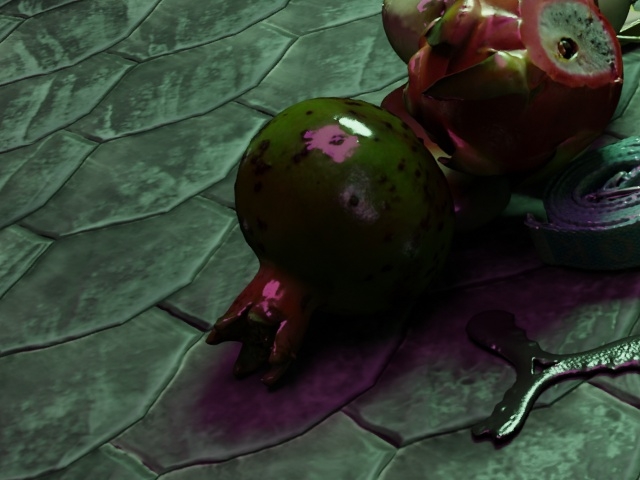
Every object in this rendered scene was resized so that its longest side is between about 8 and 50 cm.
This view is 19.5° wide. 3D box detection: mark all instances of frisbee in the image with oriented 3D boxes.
[{"bbox_3d":[0.201,0.126,1.713,0.211,0.012,0.187,6,37,32],"label":"frisbee"}]

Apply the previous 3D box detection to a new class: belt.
[{"bbox_3d":[0.309,-0.035,1.862,0.163,0.082,0.147,5,45,32],"label":"belt"}]

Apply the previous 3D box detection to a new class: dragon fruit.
[{"bbox_3d":[0.190,-0.163,1.875,0.227,0.224,0.224,-40,7,45],"label":"dragon fruit"}]

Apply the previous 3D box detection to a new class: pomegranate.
[{"bbox_3d":[-0.004,-0.016,1.837,0.286,0.231,0.231,-34,34,-29],"label":"pomegranate"}]

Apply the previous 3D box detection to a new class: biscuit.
[{"bbox_3d":[0.135,-0.100,2.075,0.237,0.062,0.291,-34,35,-30],"label":"biscuit"}]

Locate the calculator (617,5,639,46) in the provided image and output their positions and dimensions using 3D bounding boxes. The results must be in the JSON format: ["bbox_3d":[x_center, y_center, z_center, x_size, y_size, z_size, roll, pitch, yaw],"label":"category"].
[{"bbox_3d":[0.283,-0.251,2.292,0.237,0.033,0.157,-17,30,4],"label":"calculator"}]

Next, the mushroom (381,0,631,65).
[{"bbox_3d":[0.190,-0.317,2.067,0.293,0.290,0.292,-16,37,12],"label":"mushroom"}]

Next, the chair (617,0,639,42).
[{"bbox_3d":[0.418,-0.293,2.140,0.326,0.170,0.159,-10,72,2],"label":"chair"}]
